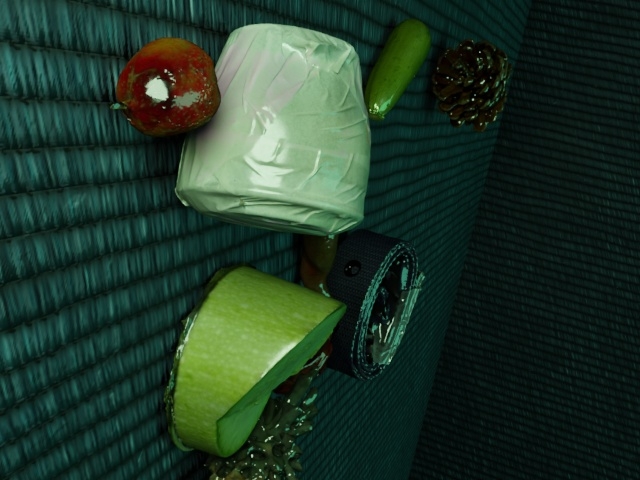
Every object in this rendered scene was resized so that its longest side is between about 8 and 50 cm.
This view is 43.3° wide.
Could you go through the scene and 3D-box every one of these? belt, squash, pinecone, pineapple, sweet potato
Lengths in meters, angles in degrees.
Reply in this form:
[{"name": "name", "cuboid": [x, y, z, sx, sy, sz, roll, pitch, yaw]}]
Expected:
[{"name": "belt", "cuboid": [0.063, 0.099, 1.280, 0.140, 0.126, 0.230, 20, 87, -50]}, {"name": "squash", "cuboid": [-0.071, 0.142, 0.881, 0.220, 0.133, 0.220, 22, 90, -77]}, {"name": "pinecone", "cuboid": [0.305, -0.318, 1.632, 0.195, 0.150, 0.179, 35, 72, -73]}, {"name": "pineapple", "cuboid": [-0.083, 0.288, 0.951, 0.169, 0.169, 0.340, 86, 17, -50]}, {"name": "sweet potato", "cuboid": [-0.002, -0.001, 1.082, 0.058, 0.055, 0.202, -55, 154, -50]}, {"name": "squash", "cuboid": [0.113, -0.255, 1.205, 0.066, 0.066, 0.201, 81, 30, -56]}]

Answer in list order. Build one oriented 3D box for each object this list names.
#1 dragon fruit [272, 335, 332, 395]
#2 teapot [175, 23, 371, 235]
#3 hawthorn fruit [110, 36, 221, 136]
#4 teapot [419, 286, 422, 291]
[{"name": "dragon fruit", "cuboid": [-0.025, 0.166, 1.127, 0.162, 0.083, 0.106, -61, 162, -44]}, {"name": "teapot", "cuboid": [-0.024, -0.097, 0.731, 0.221, 0.163, 0.178, 23, 76, -73]}, {"name": "hawthorn fruit", "cuboid": [-0.111, -0.110, 0.589, 0.077, 0.077, 0.077, 16, 90, -74]}, {"name": "teapot", "cuboid": [0.152, 0.068, 1.600, 0.085, 0.110, 0.080, -29, -138, 46]}]
